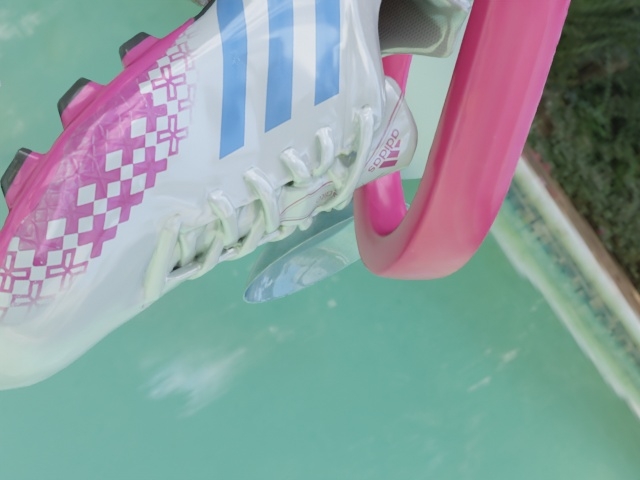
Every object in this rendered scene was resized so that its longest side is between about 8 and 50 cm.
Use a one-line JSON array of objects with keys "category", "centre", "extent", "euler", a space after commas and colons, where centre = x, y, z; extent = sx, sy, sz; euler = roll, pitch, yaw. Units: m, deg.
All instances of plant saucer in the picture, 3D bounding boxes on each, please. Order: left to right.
[{"category": "plant saucer", "centre": [0.000, 0.000, 1.093], "extent": [0.037, 0.195, 0.195], "euler": [62, 16, 13]}]

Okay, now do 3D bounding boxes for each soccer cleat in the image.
[{"category": "soccer cleat", "centre": [-0.037, -0.046, 0.532], "extent": [0.143, 0.331, 0.116], "euler": [33, -25, 3]}]

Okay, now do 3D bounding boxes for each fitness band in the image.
[{"category": "fitness band", "centre": [0.066, -0.117, 0.621], "extent": [0.054, 0.291, 0.209], "euler": [2, 30, -19]}]

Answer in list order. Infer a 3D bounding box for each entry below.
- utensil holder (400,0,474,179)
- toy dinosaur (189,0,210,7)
[{"category": "utensil holder", "centre": [0.056, -0.260, 0.994], "extent": [0.327, 0.327, 0.385], "euler": [62, 2, 18]}, {"category": "toy dinosaur", "centre": [-0.138, -0.294, 0.686], "extent": [0.200, 0.127, 0.296], "euler": [-8, 101, -49]}]
